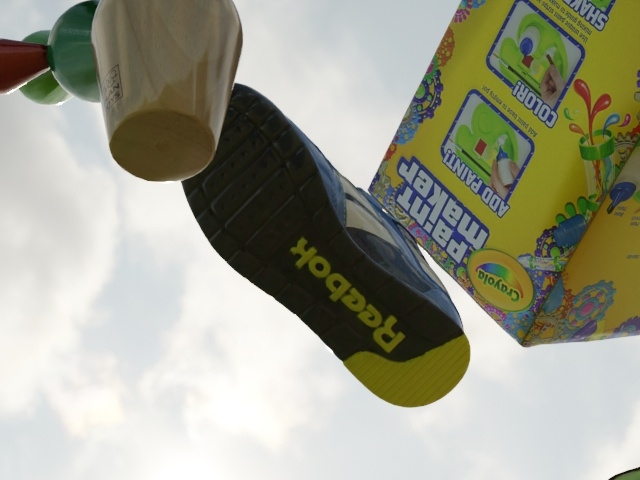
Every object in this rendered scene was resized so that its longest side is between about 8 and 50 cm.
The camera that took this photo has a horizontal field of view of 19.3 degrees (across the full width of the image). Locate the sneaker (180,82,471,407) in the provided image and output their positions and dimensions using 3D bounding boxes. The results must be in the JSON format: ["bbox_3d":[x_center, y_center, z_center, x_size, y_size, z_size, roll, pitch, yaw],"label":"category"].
[{"bbox_3d":[0.000,0.000,0.714,0.053,0.059,0.144,-38,-84,15],"label":"sneaker"}]

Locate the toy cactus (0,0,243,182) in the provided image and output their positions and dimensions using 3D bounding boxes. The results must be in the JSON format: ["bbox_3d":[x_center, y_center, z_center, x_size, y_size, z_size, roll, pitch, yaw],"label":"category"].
[{"bbox_3d":[-0.056,-0.102,0.637,0.112,0.180,0.219,32,-53,-32],"label":"toy cactus"}]

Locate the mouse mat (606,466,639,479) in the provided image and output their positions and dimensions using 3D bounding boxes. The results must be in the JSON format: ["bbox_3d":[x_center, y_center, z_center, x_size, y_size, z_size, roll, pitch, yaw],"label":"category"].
[{"bbox_3d":[0.308,0.202,1.439,0.152,0.007,0.190,-18,-40,11],"label":"mouse mat"}]

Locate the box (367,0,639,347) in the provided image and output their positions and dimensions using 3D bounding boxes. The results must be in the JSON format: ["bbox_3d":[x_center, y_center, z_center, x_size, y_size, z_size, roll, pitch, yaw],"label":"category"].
[{"bbox_3d":[0.235,-0.095,1.250,0.290,0.177,0.279,-1,-53,-44],"label":"box"}]
